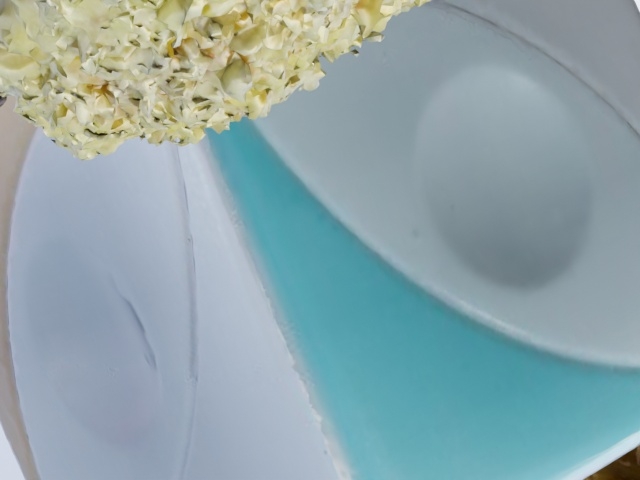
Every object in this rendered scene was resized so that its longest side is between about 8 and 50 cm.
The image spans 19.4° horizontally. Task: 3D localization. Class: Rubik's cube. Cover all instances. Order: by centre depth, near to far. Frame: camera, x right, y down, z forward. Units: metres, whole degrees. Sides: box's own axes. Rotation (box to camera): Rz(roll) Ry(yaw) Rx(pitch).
[{"bbox_3d":[0.000,0.000,1.131,0.352,0.347,0.352,-22,-88,-37],"label":"Rubik's cube"}]

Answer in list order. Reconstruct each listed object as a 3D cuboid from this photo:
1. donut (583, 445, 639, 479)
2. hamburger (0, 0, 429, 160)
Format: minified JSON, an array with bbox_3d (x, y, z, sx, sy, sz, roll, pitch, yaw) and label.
[{"bbox_3d":[0.256,0.153,1.355,0.114,0.226,0.226,19,-157,-31],"label":"donut"},{"bbox_3d":[-0.032,-0.113,0.604,0.243,0.262,0.138,-31,-92,-31],"label":"hamburger"}]
